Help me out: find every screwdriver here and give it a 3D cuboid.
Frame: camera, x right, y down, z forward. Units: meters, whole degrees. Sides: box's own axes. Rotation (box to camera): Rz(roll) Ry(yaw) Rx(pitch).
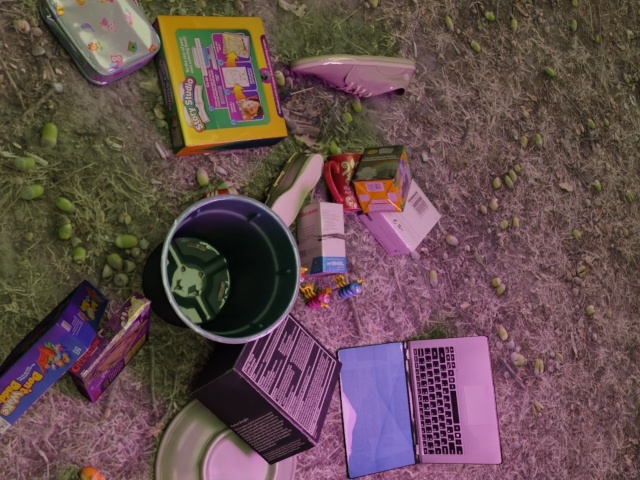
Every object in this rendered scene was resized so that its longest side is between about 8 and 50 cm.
[{"bbox_3d":[-0.082,-0.453,1.996,0.170,0.025,0.024,-24,94,-30],"label":"screwdriver"}]

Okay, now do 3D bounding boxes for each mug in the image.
[{"bbox_3d":[0.064,-0.174,1.990,0.150,0.113,0.169,-3,88,-25],"label":"mug"}]

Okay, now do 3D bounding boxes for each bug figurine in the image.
[{"bbox_3d":[-0.023,0.137,1.821,0.279,0.216,0.072,12,64,-30],"label":"bug figurine"}]

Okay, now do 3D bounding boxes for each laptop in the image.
[{"bbox_3d":[0.297,0.494,1.940,0.236,0.408,0.382,8,76,-64],"label":"laptop"}]

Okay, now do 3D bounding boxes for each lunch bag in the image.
[{"bbox_3d":[-0.575,-0.558,1.679,0.224,0.108,0.279,-39,101,-26],"label":"lunch bag"}]

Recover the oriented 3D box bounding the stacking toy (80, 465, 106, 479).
[{"bbox_3d":[-0.466,0.653,1.525,0.166,0.175,0.302,-39,90,-32],"label":"stacking toy"}]

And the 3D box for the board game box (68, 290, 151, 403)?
[{"bbox_3d":[-0.468,0.250,1.467,0.056,0.347,0.208,33,63,-1],"label":"board game box"}]

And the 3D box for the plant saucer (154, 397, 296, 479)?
[{"bbox_3d":[-0.223,0.585,1.693,0.400,0.100,0.400,6,78,-30],"label":"plant saucer"}]

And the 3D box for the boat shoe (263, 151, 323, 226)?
[{"bbox_3d":[-0.103,-0.138,1.892,0.305,0.091,0.109,-57,147,-23],"label":"boat shoe"}]

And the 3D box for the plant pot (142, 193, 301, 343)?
[{"bbox_3d":[-0.274,0.086,1.612,0.341,0.334,0.341,6,78,-29],"label":"plant pot"}]

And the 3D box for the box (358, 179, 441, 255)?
[{"bbox_3d":[0.253,-0.078,2.071,0.181,0.119,0.182,50,62,-14],"label":"box"}]

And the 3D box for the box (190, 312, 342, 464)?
[{"bbox_3d":[-0.129,0.353,1.681,0.294,0.183,0.296,48,33,-15],"label":"box"}]

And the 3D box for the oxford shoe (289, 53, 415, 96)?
[{"bbox_3d":[0.112,-0.520,2.053,0.449,0.169,0.130,-4,106,-31],"label":"oxford shoe"}]

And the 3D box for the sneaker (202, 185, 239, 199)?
[{"bbox_3d":[-0.269,-0.034,1.794,0.128,0.087,0.221,-14,77,-23],"label":"sneaker"}]

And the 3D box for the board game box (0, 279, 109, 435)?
[{"bbox_3d":[-0.574,0.227,1.367,0.233,0.347,0.078,-44,106,0],"label":"board game box"}]

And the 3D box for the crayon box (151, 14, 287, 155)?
[{"bbox_3d":[-0.286,-0.438,1.828,0.313,0.106,0.363,-11,87,-30],"label":"crayon box"}]

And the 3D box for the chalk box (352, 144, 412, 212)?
[{"bbox_3d":[0.197,-0.200,1.968,0.213,0.132,0.132,-67,147,-41],"label":"chalk box"}]

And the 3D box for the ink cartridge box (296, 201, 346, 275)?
[{"bbox_3d":[0.000,0.000,1.893,0.086,0.148,0.203,3,81,-30],"label":"ink cartridge box"}]
